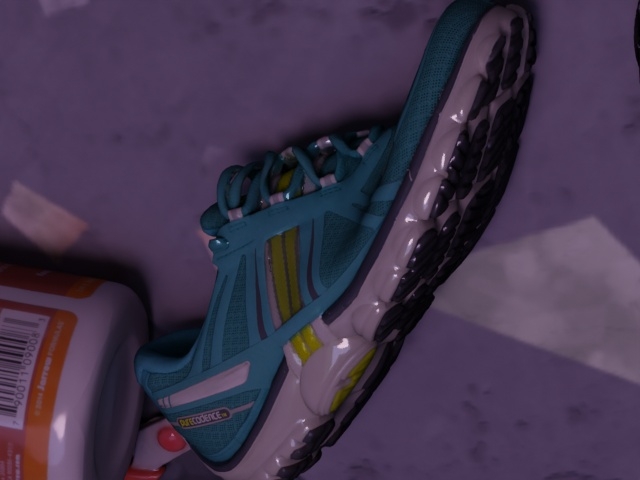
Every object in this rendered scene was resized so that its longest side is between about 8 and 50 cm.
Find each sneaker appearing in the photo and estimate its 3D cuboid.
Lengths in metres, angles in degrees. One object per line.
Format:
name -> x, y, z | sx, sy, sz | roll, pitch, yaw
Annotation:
sneaker -> 0.000, 0.000, 0.859 | 0.110, 0.107, 0.275 | 39, 120, 9

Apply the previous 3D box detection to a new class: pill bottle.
pill bottle -> -0.201, 0.063, 0.941 | 0.216, 0.121, 0.121 | 10, 125, 9

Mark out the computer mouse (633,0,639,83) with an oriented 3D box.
computer mouse -> 0.190, -0.017, 0.830 | 0.071, 0.041, 0.242 | -17, 117, 25

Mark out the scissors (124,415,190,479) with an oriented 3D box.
scissors -> -0.095, 0.102, 0.999 | 0.109, 0.021, 0.297 | 39, 126, -10
